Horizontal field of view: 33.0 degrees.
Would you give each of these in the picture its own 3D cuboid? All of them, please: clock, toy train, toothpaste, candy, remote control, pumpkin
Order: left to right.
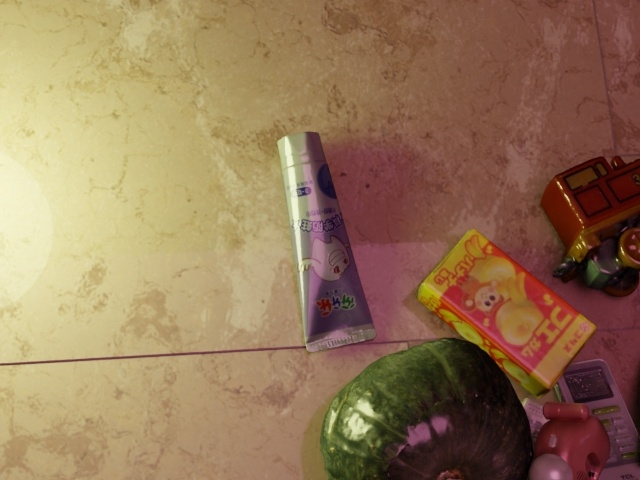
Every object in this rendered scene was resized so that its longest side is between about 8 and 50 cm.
[{"bbox_3d":[0.000,0.000,1.860,0.125,0.080,0.371,-10,85,-14],"label":"toothpaste"},{"bbox_3d":[0.167,0.319,1.696,0.328,0.257,0.291,-31,117,-5],"label":"pumpkin"},{"bbox_3d":[0.314,0.124,1.841,0.276,0.088,0.146,38,72,10],"label":"candy"},{"bbox_3d":[0.390,0.354,1.682,0.093,0.166,0.162,1,51,33],"label":"clock"},{"bbox_3d":[0.474,0.316,1.812,0.103,0.034,0.250,-8,53,-10],"label":"remote control"},{"bbox_3d":[0.546,-0.045,1.902,0.369,0.163,0.231,-24,72,-13],"label":"toy train"}]

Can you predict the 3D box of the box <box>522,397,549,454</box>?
[{"bbox_3d":[0.359,0.318,1.845,0.054,0.024,0.083,25,73,-3],"label":"box"}]
